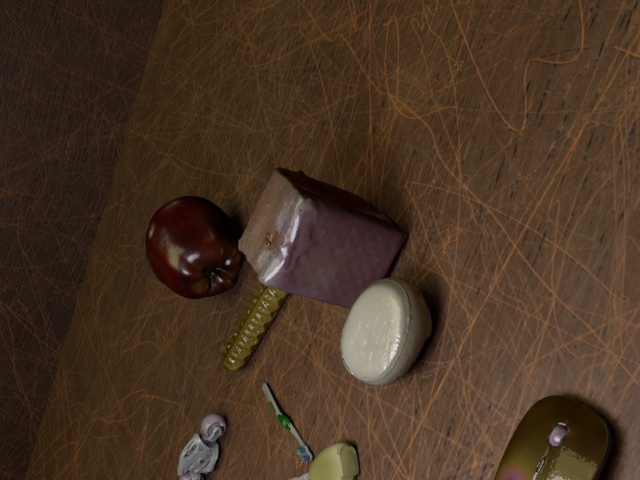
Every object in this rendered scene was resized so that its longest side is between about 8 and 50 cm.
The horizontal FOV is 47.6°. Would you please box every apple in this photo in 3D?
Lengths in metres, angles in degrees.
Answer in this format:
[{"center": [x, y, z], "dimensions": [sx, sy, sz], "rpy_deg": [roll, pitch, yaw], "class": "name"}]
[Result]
[{"center": [-0.387, 0.024, 2.209], "dimensions": [0.317, 0.288, 0.288], "rpy_deg": [46, 117, 41], "class": "apple"}]

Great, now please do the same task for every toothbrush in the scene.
[{"center": [-0.089, 0.457, 1.848], "dimensions": [0.030, 0.030, 0.304], "rpy_deg": [-65, 33, 16], "class": "toothbrush"}]

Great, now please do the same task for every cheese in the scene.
[{"center": [-0.003, 0.550, 1.669], "dimensions": [0.255, 0.050, 0.127], "rpy_deg": [-38, 51, 44], "class": "cheese"}]

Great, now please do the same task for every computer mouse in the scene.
[{"center": [0.362, 0.406, 1.179], "dimensions": [0.158, 0.072, 0.310], "rpy_deg": [29, 102, 53], "class": "computer mouse"}]

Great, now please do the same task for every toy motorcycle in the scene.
[{"center": [-0.352, 0.614, 2.091], "dimensions": [0.112, 0.112, 0.254], "rpy_deg": [35, 106, 54], "class": "toy motorcycle"}]

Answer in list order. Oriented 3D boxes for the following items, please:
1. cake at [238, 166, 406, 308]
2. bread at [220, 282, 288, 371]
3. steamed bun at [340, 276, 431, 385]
[{"center": [0.000, 0.000, 1.636], "dimensions": [0.230, 0.309, 0.237], "rpy_deg": [-60, 34, 15], "class": "cake"}, {"center": [-0.179, 0.221, 2.013], "dimensions": [0.367, 0.084, 0.077], "rpy_deg": [-59, -5, 22], "class": "bread"}, {"center": [0.144, 0.189, 1.510], "dimensions": [0.177, 0.131, 0.228], "rpy_deg": [24, 97, 45], "class": "steamed bun"}]
